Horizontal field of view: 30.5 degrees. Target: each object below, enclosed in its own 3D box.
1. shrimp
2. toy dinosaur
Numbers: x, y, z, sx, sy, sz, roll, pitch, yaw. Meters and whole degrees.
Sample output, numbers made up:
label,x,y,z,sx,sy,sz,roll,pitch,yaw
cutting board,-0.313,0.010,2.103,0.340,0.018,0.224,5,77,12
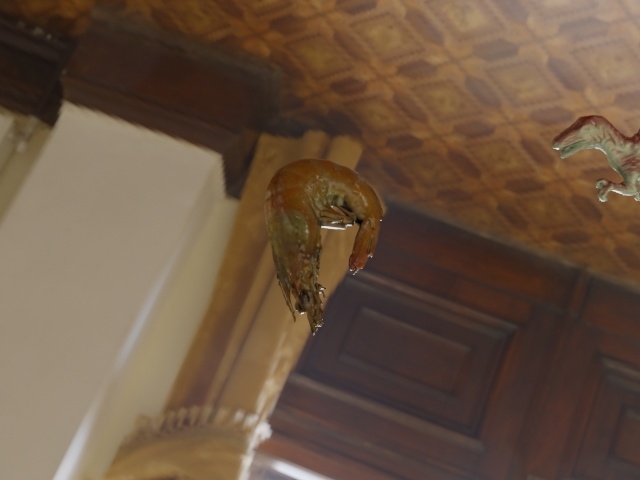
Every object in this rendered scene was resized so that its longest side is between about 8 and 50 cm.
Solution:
label,x,y,z,sx,sy,sz,roll,pitch,yaw
shrimp,0.000,0.000,1.437,0.150,0.249,0.068,7,148,-2
toy dinosaur,0.361,-0.118,1.133,0.242,0.053,0.167,-39,119,14
